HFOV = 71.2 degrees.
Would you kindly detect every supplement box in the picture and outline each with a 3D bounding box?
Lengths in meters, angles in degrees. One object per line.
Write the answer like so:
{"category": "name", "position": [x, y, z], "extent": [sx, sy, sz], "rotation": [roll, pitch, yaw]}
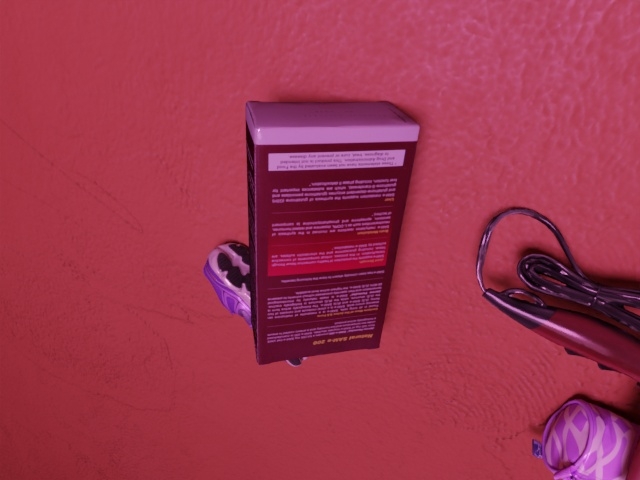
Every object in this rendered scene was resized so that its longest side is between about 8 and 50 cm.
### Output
{"category": "supplement box", "position": [0.000, 0.000, 0.413], "extent": [0.130, 0.073, 0.240], "rotation": [-4, 123, -14]}

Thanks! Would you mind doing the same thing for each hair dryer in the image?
{"category": "hair dryer", "position": [0.274, 0.099, 0.383], "extent": [0.223, 0.080, 0.294], "rotation": [-12, 92, 30]}

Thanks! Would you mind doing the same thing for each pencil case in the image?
{"category": "pencil case", "position": [0.332, 0.240, 0.448], "extent": [0.206, 0.088, 0.086], "rotation": [24, 127, 6]}

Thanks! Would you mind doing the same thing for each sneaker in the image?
{"category": "sneaker", "position": [-0.073, 0.077, 0.536], "extent": [0.170, 0.068, 0.071], "rotation": [51, 139, -2]}
